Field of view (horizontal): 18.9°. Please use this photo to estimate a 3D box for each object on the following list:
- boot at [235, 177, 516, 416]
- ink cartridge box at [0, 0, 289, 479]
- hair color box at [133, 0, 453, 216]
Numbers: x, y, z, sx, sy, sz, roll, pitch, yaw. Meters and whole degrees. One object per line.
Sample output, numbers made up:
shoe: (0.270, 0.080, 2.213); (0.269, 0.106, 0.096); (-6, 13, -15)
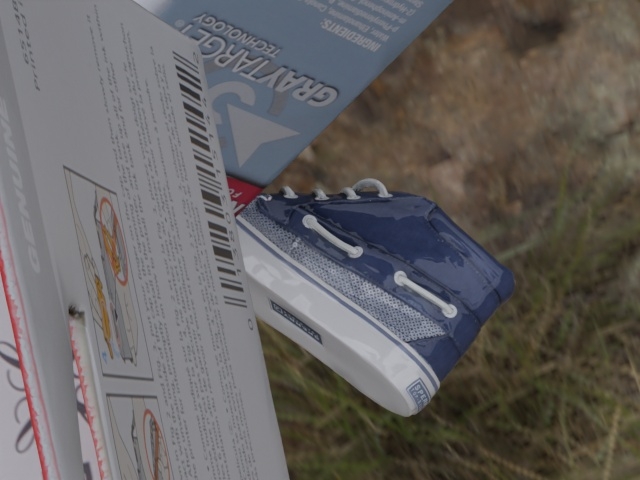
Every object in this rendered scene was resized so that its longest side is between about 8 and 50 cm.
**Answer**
boot: (0.000, 0.000, 0.940); (0.190, 0.069, 0.086); (37, 72, 17)
ink cartridge box: (-0.060, 0.071, 0.519); (0.066, 0.261, 0.296); (-14, 83, 9)
hair color box: (-0.027, -0.161, 0.799); (0.374, 0.114, 0.185); (-44, 47, 27)
